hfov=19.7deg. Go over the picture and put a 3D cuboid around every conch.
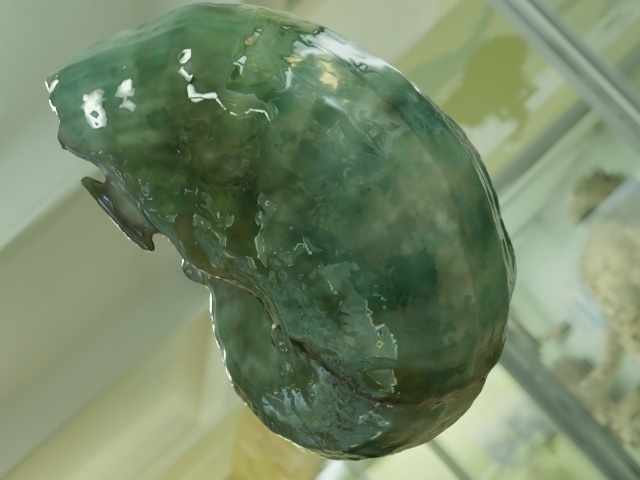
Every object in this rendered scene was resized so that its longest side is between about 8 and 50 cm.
[{"bbox_3d":[0.000,0.000,0.878,0.277,0.220,0.195,7,-66,-53],"label":"conch"}]
